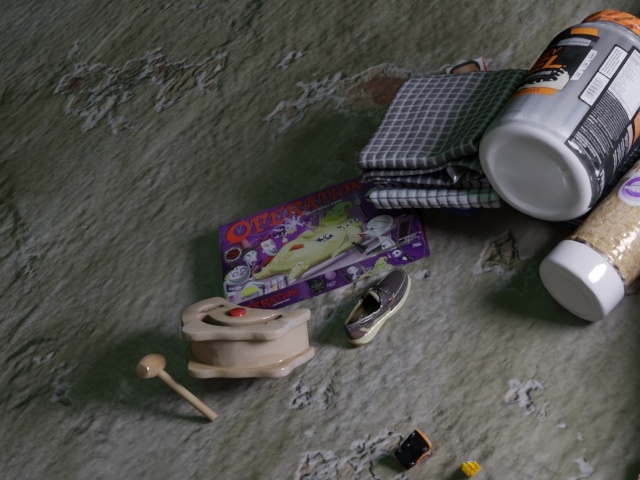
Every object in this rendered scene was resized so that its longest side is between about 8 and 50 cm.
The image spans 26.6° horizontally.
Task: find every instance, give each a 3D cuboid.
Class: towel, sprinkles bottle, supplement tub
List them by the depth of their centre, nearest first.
[{"bbox_3d":[0.474,-0.041,1.985,0.355,0.121,0.121,-44,43,-19],"label":"sprinkles bottle"},{"bbox_3d":[0.387,-0.195,2.031,0.193,0.194,0.316,11,47,36],"label":"supplement tub"},{"bbox_3d":[0.209,-0.172,2.172,0.235,0.121,0.284,1,37,30],"label":"towel"}]

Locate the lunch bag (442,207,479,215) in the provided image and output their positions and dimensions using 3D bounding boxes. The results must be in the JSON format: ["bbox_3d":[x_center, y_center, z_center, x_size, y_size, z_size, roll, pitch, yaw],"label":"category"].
[{"bbox_3d":[0.231,-0.081,2.200,0.067,0.065,0.098,-35,36,-24],"label":"lunch bag"}]

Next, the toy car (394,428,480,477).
[{"bbox_3d":[0.164,0.307,1.875,0.122,0.060,0.040,31,21,27],"label":"toy car"}]

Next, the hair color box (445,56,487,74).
[{"bbox_3d":[0.265,-0.256,2.377,0.072,0.043,0.141,-18,41,13],"label":"hair color box"}]

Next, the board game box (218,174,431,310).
[{"bbox_3d":[0.000,0.000,2.258,0.346,0.056,0.208,-20,37,9],"label":"board game box"}]

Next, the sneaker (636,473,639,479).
[{"bbox_3d":[0.426,0.296,1.720,0.134,0.051,0.070,-32,39,-10],"label":"sneaker"}]

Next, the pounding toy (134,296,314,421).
[{"bbox_3d":[-0.142,0.183,2.128,0.269,0.155,0.154,-2,18,15],"label":"pounding toy"}]

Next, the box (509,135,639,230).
[{"bbox_3d":[0.428,-0.121,2.138,0.183,0.059,0.233,21,61,41],"label":"box"}]

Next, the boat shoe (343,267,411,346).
[{"bbox_3d":[0.089,0.096,2.105,0.056,0.049,0.152,12,54,37],"label":"boat shoe"}]
